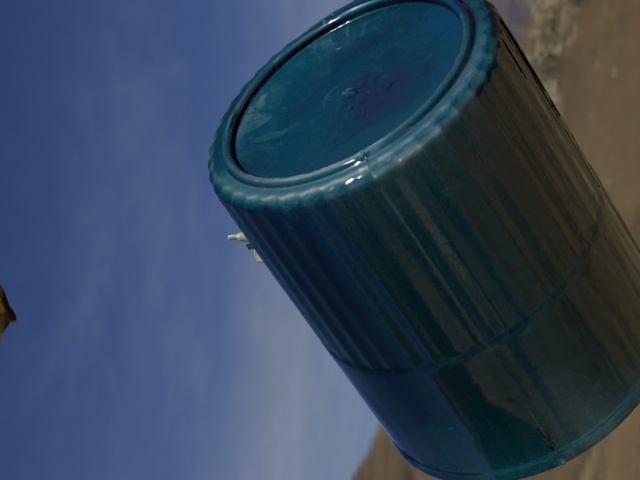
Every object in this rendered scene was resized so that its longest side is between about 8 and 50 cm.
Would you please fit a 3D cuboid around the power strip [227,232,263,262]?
[{"bbox_3d":[0.000,0.000,1.422,0.030,0.191,0.047,-106,19,-69],"label":"power strip"}]

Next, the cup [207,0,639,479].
[{"bbox_3d":[0.094,-0.029,1.012,0.292,0.242,0.307,53,-136,-33],"label":"cup"}]

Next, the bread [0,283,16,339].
[{"bbox_3d":[-0.406,-0.026,0.747,0.279,0.390,0.371,-39,55,38],"label":"bread"}]
